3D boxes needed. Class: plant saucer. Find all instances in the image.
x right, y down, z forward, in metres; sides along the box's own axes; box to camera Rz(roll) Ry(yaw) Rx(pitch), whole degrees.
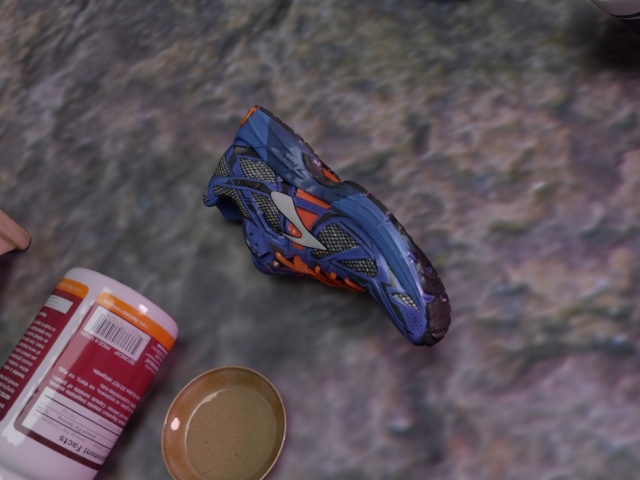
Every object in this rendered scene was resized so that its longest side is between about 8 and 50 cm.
[{"bbox_3d":[-0.060,0.122,0.443,0.083,0.015,0.083,-7,59,12],"label":"plant saucer"}]

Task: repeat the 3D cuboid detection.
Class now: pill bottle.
[{"bbox_3d":[-0.163,0.100,0.443,0.086,0.086,0.152,19,68,25],"label":"pill bottle"}]

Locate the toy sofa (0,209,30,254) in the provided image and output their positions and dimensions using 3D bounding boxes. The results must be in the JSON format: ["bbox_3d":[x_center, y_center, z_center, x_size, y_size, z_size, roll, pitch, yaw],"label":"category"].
[{"bbox_3d":[-0.340,0.105,0.438,0.150,0.177,0.363,-2,61,14],"label":"toy sofa"}]

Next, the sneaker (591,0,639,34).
[{"bbox_3d":[0.302,-0.273,0.448,0.321,0.127,0.126,-60,27,15],"label":"sneaker"}]

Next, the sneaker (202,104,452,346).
[{"bbox_3d":[0.000,0.000,0.470,0.087,0.083,0.221,-48,54,2],"label":"sneaker"}]
